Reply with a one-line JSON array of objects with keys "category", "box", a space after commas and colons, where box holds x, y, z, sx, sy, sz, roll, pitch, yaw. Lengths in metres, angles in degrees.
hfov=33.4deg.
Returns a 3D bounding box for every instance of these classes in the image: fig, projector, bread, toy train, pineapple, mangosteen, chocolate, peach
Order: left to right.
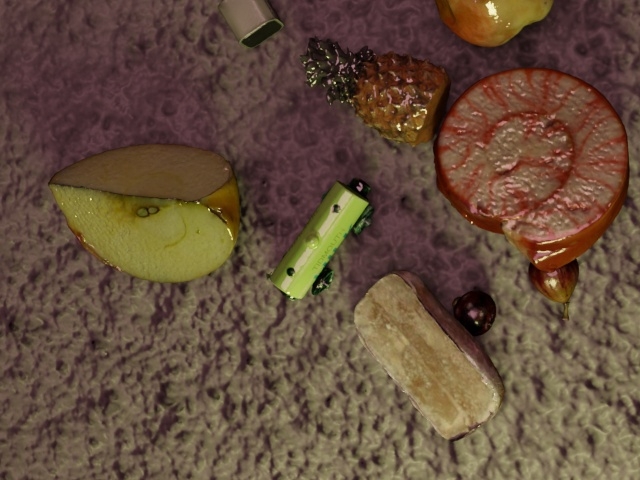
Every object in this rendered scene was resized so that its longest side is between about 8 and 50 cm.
[{"category": "projector", "box": [-0.127, -0.408, 1.943, 0.083, 0.083, 0.082, -32, 83, 11]}, {"category": "toy train", "box": [0.000, 0.000, 1.877, 0.105, 0.157, 0.253, 36, 98, 10]}, {"category": "pineapple", "box": [0.083, -0.276, 1.865, 0.279, 0.158, 0.158, 25, 95, 15]}, {"category": "chocolate", "box": [0.195, 0.189, 1.848, 0.303, 0.100, 0.185, 49, 139, 7]}, {"category": "mangosteen", "box": [0.266, 0.125, 1.858, 0.081, 0.081, 0.081, 0, 90, 13]}, {"category": "peach", "box": [0.282, -0.451, 1.778, 0.214, 0.214, 0.235, -26, 116, 11]}, {"category": "bread", "box": [0.357, -0.136, 1.789, 0.328, 0.114, 0.295, 36, 87, 21]}, {"category": "fig", "box": [0.409, 0.076, 1.835, 0.089, 0.089, 0.125, -17, 113, 12]}]

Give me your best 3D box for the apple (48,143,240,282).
[{"category": "apple", "box": [-0.305, -0.059, 1.937, 0.346, 0.179, 0.254, 5, 79, 14]}]
